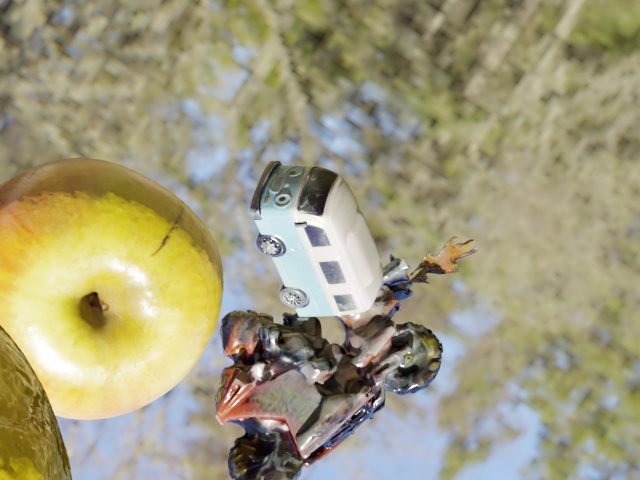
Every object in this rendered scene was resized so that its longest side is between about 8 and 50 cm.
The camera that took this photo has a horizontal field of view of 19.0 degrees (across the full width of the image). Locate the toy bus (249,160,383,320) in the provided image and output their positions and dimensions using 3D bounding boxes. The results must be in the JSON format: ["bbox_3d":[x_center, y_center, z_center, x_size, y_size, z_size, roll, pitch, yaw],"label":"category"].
[{"bbox_3d":[0.000,0.000,1.437,0.075,0.060,0.123,-1,136,24],"label":"toy bus"}]

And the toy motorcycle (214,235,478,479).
[{"bbox_3d":[0.029,0.113,2.191,0.207,0.401,0.134,52,172,16],"label":"toy motorcycle"}]

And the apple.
[{"bbox_3d":[-0.244,0.046,1.998,0.286,0.286,0.233,30,179,-15],"label":"apple"}]

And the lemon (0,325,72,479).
[{"bbox_3d":[-0.307,0.173,1.146,0.348,0.348,0.348,32,-167,-8],"label":"lemon"}]
